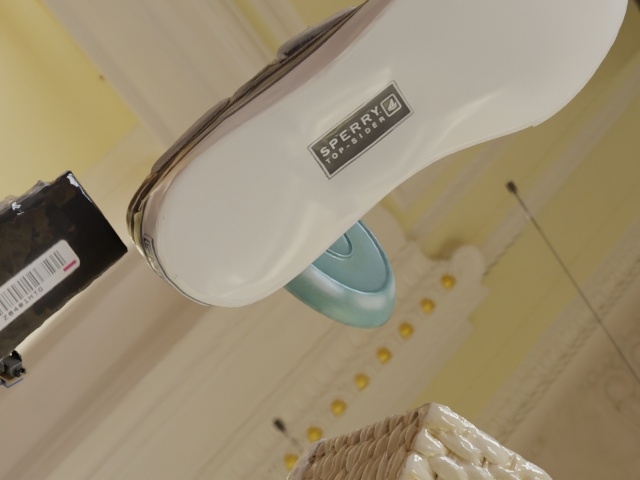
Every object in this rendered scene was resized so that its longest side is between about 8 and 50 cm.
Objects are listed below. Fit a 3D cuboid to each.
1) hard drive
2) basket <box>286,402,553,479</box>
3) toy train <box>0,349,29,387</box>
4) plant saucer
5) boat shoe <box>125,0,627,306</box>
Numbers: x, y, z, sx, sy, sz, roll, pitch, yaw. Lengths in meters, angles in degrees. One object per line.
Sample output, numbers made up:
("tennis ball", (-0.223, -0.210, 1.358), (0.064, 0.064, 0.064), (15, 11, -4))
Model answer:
("hard drive", (-0.281, 0.092, 0.584), (0.339, 0.064, 0.237), (-26, -166, 41))
("basket", (0.101, 0.365, 0.993), (0.266, 0.331, 0.328), (-44, -166, 54))
("toy train", (-0.320, 0.095, 0.997), (0.158, 0.036, 0.027), (23, -147, 31))
("plant saucer", (0.000, 0.000, 1.679), (0.043, 0.318, 0.317), (-47, -161, 25))
("boat shoe", (0.028, -0.077, 0.593), (0.301, 0.108, 0.102), (-39, -156, -11))
